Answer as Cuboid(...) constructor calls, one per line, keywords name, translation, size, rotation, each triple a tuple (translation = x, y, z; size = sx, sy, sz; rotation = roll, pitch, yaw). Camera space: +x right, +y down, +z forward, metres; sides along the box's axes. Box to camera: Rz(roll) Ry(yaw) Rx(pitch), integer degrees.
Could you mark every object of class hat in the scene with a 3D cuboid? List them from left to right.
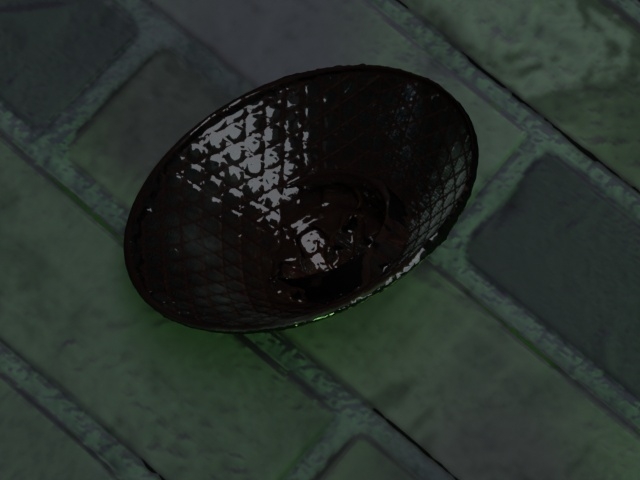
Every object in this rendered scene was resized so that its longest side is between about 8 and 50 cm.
Cuboid(name="hat", translation=(0.000, 0.000, 1.005), size=(0.193, 0.082, 0.193), rotation=(-14, 42, 13))
